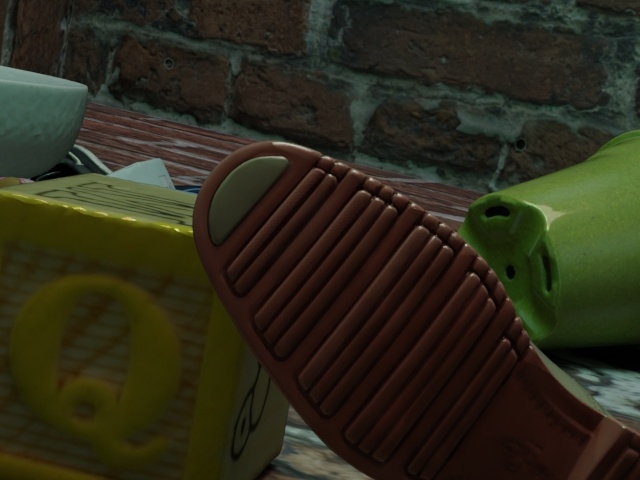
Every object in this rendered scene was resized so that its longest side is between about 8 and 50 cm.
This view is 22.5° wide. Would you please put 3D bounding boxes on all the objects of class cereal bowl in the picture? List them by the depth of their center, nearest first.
[{"bbox_3d":[-0.427,-0.129,1.740,0.339,0.141,0.339,11,6,-1],"label":"cereal bowl"}]

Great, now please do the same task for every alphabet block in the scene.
[{"bbox_3d":[-0.122,0.065,1.094,0.194,0.192,0.197,10,6,10],"label":"alphabet block"}]

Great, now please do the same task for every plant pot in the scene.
[{"bbox_3d":[0.300,0.018,1.846,0.254,0.276,0.276,-9,17,-35],"label":"plant pot"}]

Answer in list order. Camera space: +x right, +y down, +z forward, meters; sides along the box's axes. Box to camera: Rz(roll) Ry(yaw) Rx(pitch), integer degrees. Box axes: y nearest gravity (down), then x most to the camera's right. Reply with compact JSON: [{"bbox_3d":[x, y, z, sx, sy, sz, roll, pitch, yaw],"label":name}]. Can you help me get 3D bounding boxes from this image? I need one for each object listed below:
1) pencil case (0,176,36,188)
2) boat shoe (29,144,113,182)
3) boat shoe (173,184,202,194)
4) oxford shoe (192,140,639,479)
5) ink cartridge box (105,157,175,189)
[{"bbox_3d":[-0.342,0.028,1.202,0.160,0.167,0.386,-29,-15,30],"label":"pencil case"},{"bbox_3d":[-0.323,-0.064,2.032,0.091,0.114,0.303,11,5,-46],"label":"boat shoe"},{"bbox_3d":[-0.137,-0.022,2.112,0.258,0.109,0.089,-4,9,22],"label":"boat shoe"},{"bbox_3d":[0.074,0.095,0.986,0.397,0.140,0.146,45,-4,-8],"label":"oxford shoe"},{"bbox_3d":[-0.142,0.031,1.345,0.066,0.189,0.232,-23,3,5],"label":"ink cartridge box"}]
